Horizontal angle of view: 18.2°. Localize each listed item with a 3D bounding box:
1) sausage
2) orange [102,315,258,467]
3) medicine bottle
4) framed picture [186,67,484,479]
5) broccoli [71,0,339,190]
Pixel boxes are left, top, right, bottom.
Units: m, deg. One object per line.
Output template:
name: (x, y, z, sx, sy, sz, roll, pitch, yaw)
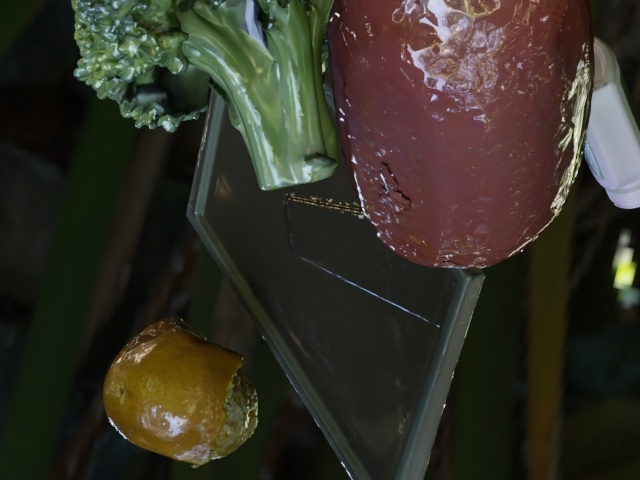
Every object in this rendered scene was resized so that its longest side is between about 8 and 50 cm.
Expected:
sausage: (0.081, -0.094, 1.137, 0.152, 0.152, 0.279, 14, 147, 14)
orange: (-0.130, 0.144, 1.899, 0.156, 0.134, 0.156, 14, -171, -2)
medicine bottle: (0.336, -0.130, 2.329, 0.219, 0.078, 0.115, 59, -172, -40)
framed picture: (0.000, 0.000, 1.820, 0.028, 0.326, 0.446, -12, -132, -26)
broccoli: (-0.069, -0.180, 1.567, 0.288, 0.260, 0.235, -17, -149, -19)
